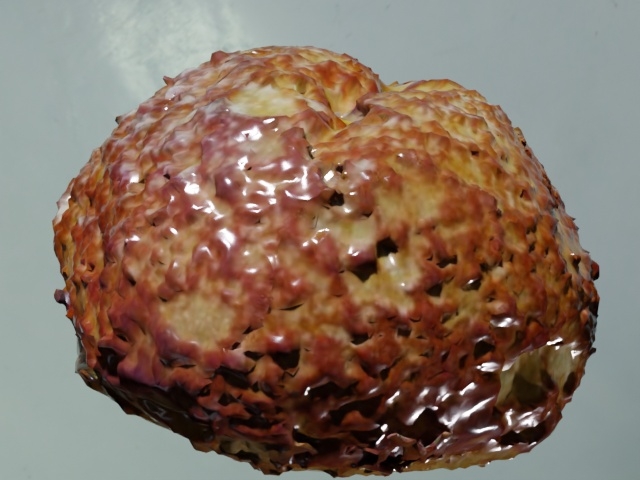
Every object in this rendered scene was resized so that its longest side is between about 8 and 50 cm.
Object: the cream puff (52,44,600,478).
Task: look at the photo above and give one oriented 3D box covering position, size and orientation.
[{"bbox_3d":[0.001,0.000,0.483,0.240,0.240,0.164,2,106,16],"label":"cream puff"}]
